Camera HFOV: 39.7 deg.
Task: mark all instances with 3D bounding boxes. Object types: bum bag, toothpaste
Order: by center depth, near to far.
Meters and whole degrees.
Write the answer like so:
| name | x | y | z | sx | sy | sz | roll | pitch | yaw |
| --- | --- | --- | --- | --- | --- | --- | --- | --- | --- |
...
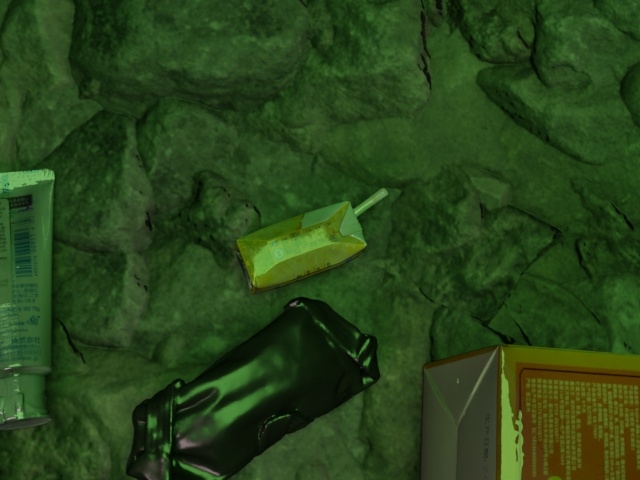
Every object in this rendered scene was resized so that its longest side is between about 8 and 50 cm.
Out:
| name | x | y | z | sx | sy | sz | roll | pitch | yaw |
| --- | --- | --- | --- | --- | --- | --- | --- | --- | --- |
| toothpaste | -0.350 | 0.060 | 1.008 | 0.114 | 0.073 | 0.299 | -6 | 72 | -11 |
| bum bag | -0.081 | 0.176 | 1.027 | 0.326 | 0.080 | 0.142 | -29 | 92 | -18 |

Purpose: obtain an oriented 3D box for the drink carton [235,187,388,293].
| name | x | y | z | sx | sy | sz | roll | pitch | yaw |
| --- | --- | --- | --- | --- | --- | --- | --- | --- | --- |
| drink carton | 0.000 | 0.000 | 1.074 | 0.200 | 0.084 | 0.074 | -19 | 78 | -10 |

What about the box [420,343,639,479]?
| name | x | y | z | sx | sy | sz | roll | pitch | yaw |
| --- | --- | --- | --- | --- | --- | --- | --- | --- | --- |
| box | 0.243 | 0.268 | 0.970 | 0.214 | 0.259 | 0.283 | 6 | 77 | -9 |
